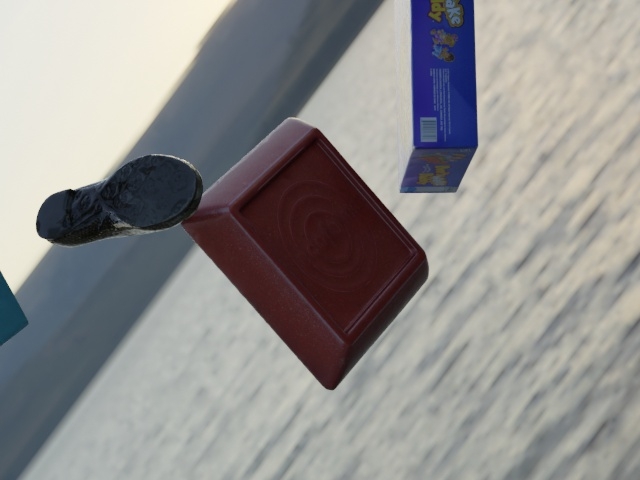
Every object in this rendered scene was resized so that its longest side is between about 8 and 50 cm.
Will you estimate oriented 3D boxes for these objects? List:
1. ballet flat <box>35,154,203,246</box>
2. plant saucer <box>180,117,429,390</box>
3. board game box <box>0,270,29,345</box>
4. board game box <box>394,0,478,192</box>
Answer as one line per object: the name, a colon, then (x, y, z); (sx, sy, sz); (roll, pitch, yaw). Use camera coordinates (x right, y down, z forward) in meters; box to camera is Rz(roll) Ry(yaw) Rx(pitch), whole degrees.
ballet flat: (-0.207, -0.034, 1.724); (0.249, 0.058, 0.084); (-14, 64, 40)
plant saucer: (0.000, 0.000, 1.847); (0.047, 0.259, 0.258); (-38, 5, 43)
board game box: (-0.551, -0.014, 2.123); (0.253, 0.336, 0.079); (1, 33, 47)
board game box: (0.142, -0.254, 2.037); (0.233, 0.078, 0.347); (100, 169, -79)
